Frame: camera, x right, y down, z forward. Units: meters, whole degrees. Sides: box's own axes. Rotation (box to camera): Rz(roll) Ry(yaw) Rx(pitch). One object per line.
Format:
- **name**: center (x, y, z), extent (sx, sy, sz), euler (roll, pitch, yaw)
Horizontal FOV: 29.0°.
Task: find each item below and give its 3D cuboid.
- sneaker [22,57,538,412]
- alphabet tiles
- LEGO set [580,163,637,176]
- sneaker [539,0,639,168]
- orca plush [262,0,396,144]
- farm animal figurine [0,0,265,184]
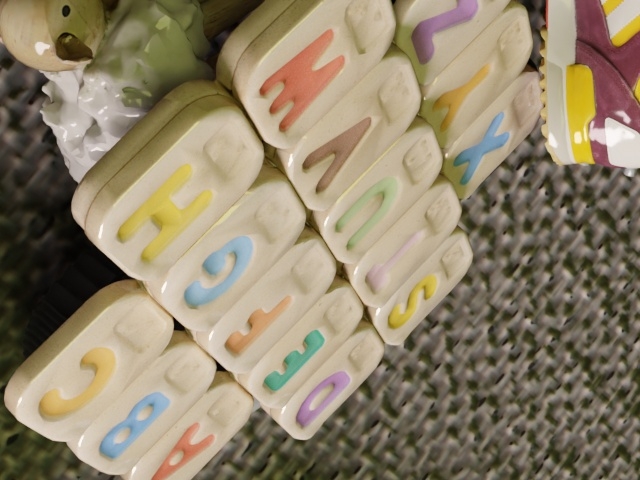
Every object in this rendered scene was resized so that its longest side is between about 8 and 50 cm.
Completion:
- **sneaker**: center (-0.008, 0.007, 0.681), extent (0.319, 0.112, 0.131), euler (-35, 141, -15)
- **alphabet tiles**: center (0.000, 0.000, 0.545), extent (0.278, 0.021, 0.284), euler (-44, 153, -7)
- **LEGO set**: center (0.258, -0.149, 0.682), extent (0.255, 0.192, 0.331), euler (6, 100, 9)
- **sneaker**: center (0.146, -0.126, 0.573), extent (0.084, 0.069, 0.185), euler (1, 105, 19)
- **orca plush**: center (0.027, -0.153, 0.603), extent (0.102, 0.151, 0.287), euler (42, 83, -31)
- **farm animal figurine**: center (-0.159, -0.195, 0.451), extent (0.172, 0.330, 0.327), euler (-30, 147, -29)
